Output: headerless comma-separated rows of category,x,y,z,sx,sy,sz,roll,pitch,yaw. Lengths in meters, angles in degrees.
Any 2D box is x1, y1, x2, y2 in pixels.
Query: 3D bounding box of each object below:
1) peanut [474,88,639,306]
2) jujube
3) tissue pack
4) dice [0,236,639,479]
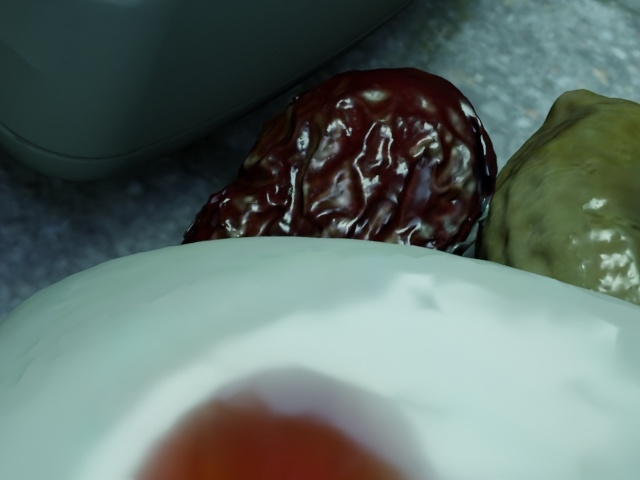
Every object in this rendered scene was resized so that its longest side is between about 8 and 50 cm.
peanut,0.124,0.038,0.632,0.120,0.110,0.236,4,53,-6
jujube,-0.003,-0.001,0.627,0.104,0.104,0.166,44,71,12
tissue pack,-0.044,-0.180,0.641,0.333,0.236,0.229,-39,85,-26
dice,-0.006,0.197,0.401,0.276,0.304,0.304,19,61,-2
